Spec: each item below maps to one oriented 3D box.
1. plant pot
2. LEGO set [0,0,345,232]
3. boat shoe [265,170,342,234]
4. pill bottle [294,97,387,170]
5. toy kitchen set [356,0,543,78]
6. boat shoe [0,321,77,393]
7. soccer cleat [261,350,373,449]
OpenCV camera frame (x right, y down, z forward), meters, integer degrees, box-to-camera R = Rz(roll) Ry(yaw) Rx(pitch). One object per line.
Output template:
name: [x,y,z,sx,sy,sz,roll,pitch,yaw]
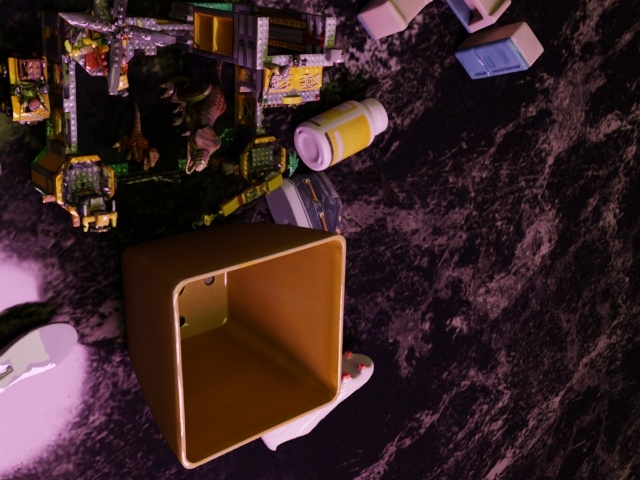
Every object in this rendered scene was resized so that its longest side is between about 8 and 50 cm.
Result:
plant pot: [-0.114,0.085,0.884,0.212,0.187,0.212,-16,119,-37]
LEGO set: [-0.122,-0.128,0.784,0.331,0.192,0.255,-3,109,-41]
boat shoe: [0.000,0.000,1.003,0.083,0.065,0.183,-22,95,-37]
pill bottle: [0.029,-0.140,1.005,0.116,0.065,0.065,-30,125,-29]
toy kitchen set: [0.161,-0.274,1.059,0.166,0.122,0.207,-48,112,-16]
boat shoe: [-0.323,0.126,0.817,0.142,0.040,0.049,-33,118,-28]
soccer cleat: [-0.007,0.227,1.132,0.196,0.068,0.076,-27,129,-23]
